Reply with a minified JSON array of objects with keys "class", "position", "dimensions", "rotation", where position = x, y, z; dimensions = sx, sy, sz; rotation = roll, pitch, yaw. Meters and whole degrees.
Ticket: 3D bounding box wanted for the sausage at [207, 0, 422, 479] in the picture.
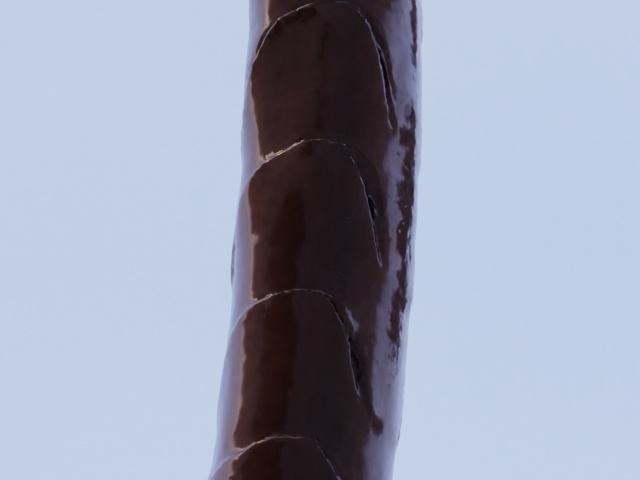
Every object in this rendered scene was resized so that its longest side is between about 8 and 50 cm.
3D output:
[{"class":"sausage","position":[0.000,0.000,0.655],"dimensions":[0.088,0.088,0.433],"rotation":[1,-103,13]}]
